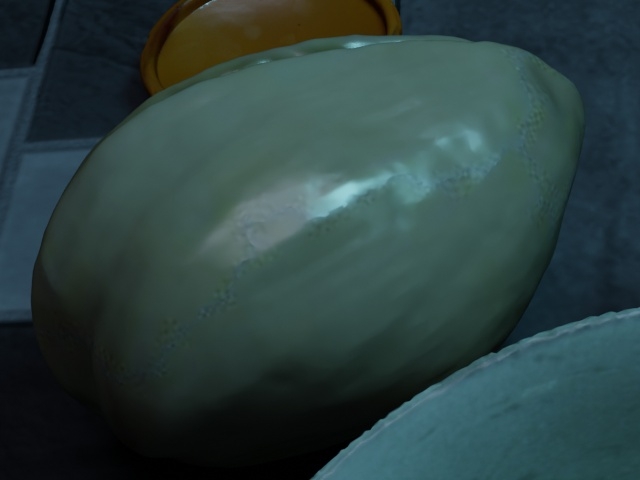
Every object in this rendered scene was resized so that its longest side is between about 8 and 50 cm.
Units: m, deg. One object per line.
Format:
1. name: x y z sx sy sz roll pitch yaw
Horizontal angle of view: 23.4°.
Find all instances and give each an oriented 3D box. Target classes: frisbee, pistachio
1. frisbee: -0.035 -0.134 1.123 0.192 0.035 0.192 -5 45 5
2. pistachio: 0.000 0.000 0.866 0.332 0.226 0.208 -25 6 -5

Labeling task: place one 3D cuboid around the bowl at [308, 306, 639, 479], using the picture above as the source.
1. bowl: 0.163 0.253 0.560 0.435 0.196 0.435 -9 59 16
